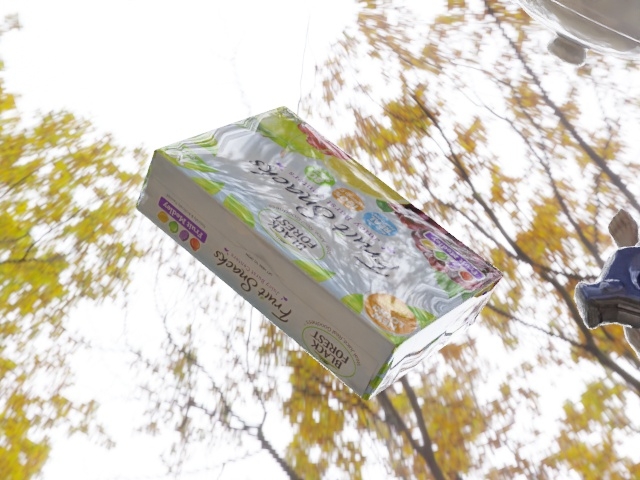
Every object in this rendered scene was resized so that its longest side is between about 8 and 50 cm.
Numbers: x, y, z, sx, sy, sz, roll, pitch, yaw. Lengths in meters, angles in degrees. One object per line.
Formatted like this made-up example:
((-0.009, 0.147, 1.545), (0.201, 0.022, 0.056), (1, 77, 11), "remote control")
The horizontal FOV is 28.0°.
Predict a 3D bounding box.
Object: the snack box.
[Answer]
((0.000, 0.000, 0.586), (0.141, 0.100, 0.037), (38, -54, 18), "snack box")

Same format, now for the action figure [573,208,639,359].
((0.363, 0.060, 0.943), (0.341, 0.330, 0.178), (0, -63, 13), "action figure")

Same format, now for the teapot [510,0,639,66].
((0.225, -0.222, 0.978), (0.253, 0.256, 0.187), (33, -71, 20), "teapot")
